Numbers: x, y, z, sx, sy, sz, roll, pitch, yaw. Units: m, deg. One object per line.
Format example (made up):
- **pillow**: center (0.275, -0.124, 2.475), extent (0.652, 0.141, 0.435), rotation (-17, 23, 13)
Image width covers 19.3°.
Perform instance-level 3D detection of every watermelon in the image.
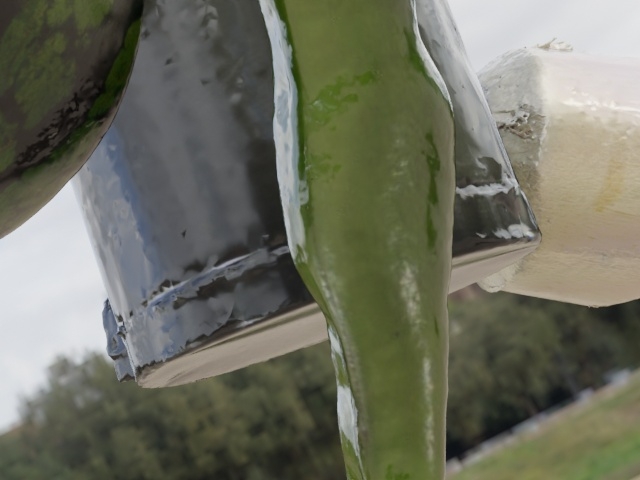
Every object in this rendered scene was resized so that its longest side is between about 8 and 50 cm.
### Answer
- **watermelon**: center (-0.121, -0.058, 0.562), extent (0.125, 0.094, 0.135), rotation (-26, -53, -41)

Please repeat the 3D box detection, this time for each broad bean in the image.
- **broad bean**: center (0.008, 0.001, 0.625), extent (0.056, 0.318, 0.098), rotation (1, -4, 42)

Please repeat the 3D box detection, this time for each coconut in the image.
- **coconut**: center (0.216, -0.050, 1.549), extent (0.234, 0.224, 0.224), rotation (-4, -17, -17)

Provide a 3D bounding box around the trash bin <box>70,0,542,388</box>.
- **trash bin**: center (-0.042, -0.102, 0.901), extent (0.252, 0.301, 0.203), rotation (-25, -9, 38)
